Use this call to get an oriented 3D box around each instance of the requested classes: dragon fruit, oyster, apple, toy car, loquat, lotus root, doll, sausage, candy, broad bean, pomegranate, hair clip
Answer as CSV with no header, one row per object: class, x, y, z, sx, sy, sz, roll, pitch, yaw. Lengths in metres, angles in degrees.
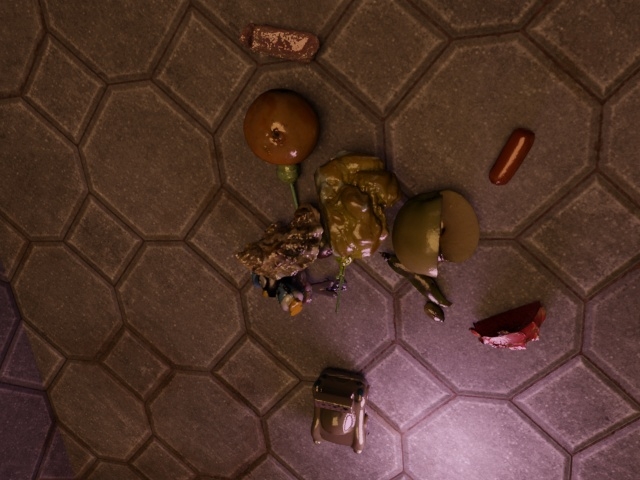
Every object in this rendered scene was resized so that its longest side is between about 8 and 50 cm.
dragon fruit,0.678,0.336,1.622,0.274,0.161,0.126,-25,98,22
oyster,-0.148,0.015,1.694,0.352,0.115,0.237,-19,65,8
apple,0.364,-0.030,1.532,0.233,0.295,0.257,4,113,47
toy car,0.077,0.738,1.918,0.242,0.226,0.335,7,109,15
loquat,-0.132,-0.385,1.575,0.263,0.263,0.263,6,110,15
lotus root,0.435,0.272,1.735,0.099,0.054,0.049,43,136,0
doll,-0.186,0.158,1.804,0.314,0.141,0.177,47,158,27
sausage,0.614,-0.265,1.475,0.076,0.076,0.197,27,116,7
candy,0.079,0.145,1.749,0.077,0.073,0.261,8,88,1
broad bean,0.358,0.137,1.705,0.339,0.061,0.077,40,123,1
pomegranate,0.006,0.005,1.745,0.130,0.130,0.130,6,110,15
hair clip,-0.038,0.184,1.832,0.279,0.090,0.137,-6,98,19
candy,-0.096,-0.155,1.744,0.093,0.092,0.335,-6,116,14

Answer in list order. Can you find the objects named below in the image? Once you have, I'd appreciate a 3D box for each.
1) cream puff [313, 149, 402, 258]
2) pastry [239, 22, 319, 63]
cream puff,0.134,-0.123,1.543,0.276,0.378,0.378,-12,106,-3
pastry,-0.132,-0.667,1.550,0.265,0.112,0.102,15,102,0
